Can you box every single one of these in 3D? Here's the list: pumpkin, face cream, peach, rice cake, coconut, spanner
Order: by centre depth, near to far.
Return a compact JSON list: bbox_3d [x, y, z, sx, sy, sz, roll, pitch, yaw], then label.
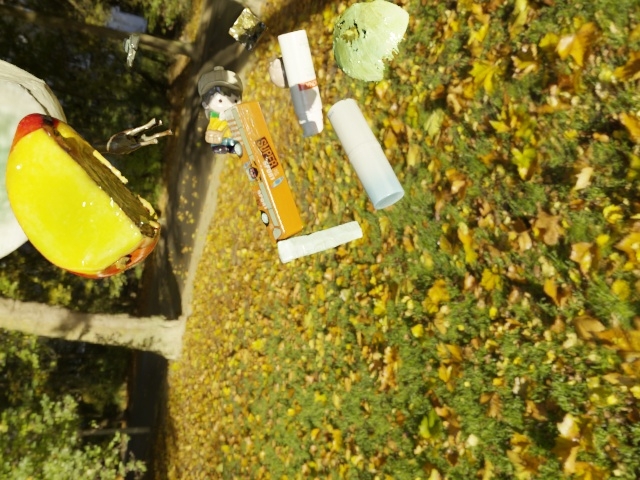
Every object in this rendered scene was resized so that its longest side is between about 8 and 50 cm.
[{"bbox_3d":[-0.380,-0.058,0.697,0.154,0.267,0.159,-43,4,-3],"label":"peach"},{"bbox_3d":[0.071,-0.332,0.751,0.158,0.055,0.133,-6,91,45],"label":"coconut"},{"bbox_3d":[0.099,-0.194,1.004,0.077,0.077,0.250,-47,63,53],"label":"face cream"},{"bbox_3d":[-0.185,-0.540,1.156,0.083,0.074,0.054,-51,9,10],"label":"pumpkin"},{"bbox_3d":[-0.576,-0.575,1.350,0.316,0.024,0.087,42,120,54],"label":"spanner"},{"bbox_3d":[0.000,0.000,1.375,0.063,0.336,0.066,-25,85,47],"label":"rice cake"},{"bbox_3d":[-0.060,-0.536,1.564,0.102,0.102,0.346,-138,30,-62],"label":"face cream"}]

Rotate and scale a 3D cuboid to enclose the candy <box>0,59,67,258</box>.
[{"bbox_3d":[-0.655,-0.136,0.781,0.186,0.386,0.427,32,117,35],"label":"candy"}]

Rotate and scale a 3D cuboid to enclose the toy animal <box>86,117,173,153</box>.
[{"bbox_3d":[-0.537,-0.249,1.179,0.243,0.260,0.087,-75,-31,-80],"label":"toy animal"}]

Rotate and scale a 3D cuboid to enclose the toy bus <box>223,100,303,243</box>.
[{"bbox_3d":[-0.162,-0.193,1.299,0.092,0.093,0.409,-10,104,49],"label":"toy bus"}]

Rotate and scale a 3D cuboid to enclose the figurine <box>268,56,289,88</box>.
[{"bbox_3d":[-0.131,-0.632,1.679,0.138,0.125,0.125,164,112,-67],"label":"figurine"}]

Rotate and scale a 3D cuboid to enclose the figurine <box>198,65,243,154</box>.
[{"bbox_3d":[-0.405,-0.526,1.835,0.204,0.185,0.332,44,135,44],"label":"figurine"}]
